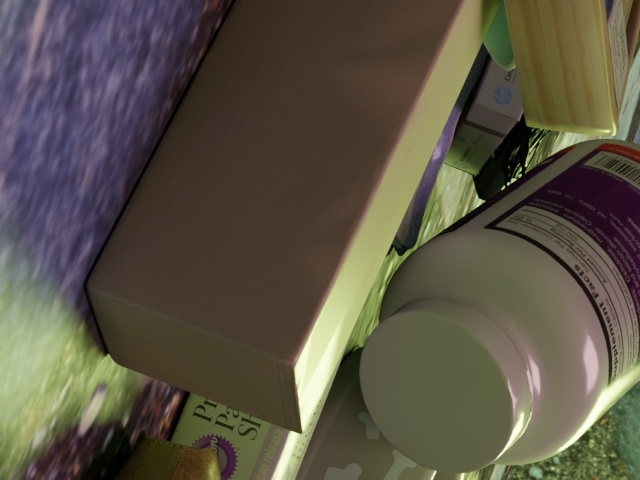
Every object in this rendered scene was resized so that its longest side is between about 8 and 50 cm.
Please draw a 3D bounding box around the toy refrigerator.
[{"bbox_3d":[-0.003,-0.053,0.904,0.094,0.102,0.269,85,27,-63],"label":"toy refrigerator"}]

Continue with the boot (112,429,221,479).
[{"bbox_3d":[-0.077,0.219,1.020,0.305,0.112,0.115,92,11,-49],"label":"boot"}]

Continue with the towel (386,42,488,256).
[{"bbox_3d":[0.067,-0.111,1.276,0.285,0.034,0.209,56,53,-75],"label":"towel"}]

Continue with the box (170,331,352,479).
[{"bbox_3d":[0.000,0.000,1.081,0.063,0.067,0.324,52,59,-75],"label":"box"}]

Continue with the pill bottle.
[{"bbox_3d":[0.165,0.051,1.432,0.323,0.181,0.181,-32,142,-50],"label":"pill bottle"}]

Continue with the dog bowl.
[{"bbox_3d":[0.023,0.262,1.507,0.349,0.102,0.349,20,90,-78],"label":"dog bowl"}]

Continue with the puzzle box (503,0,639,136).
[{"bbox_3d":[0.131,-0.268,0.889,0.409,0.052,0.272,69,33,-60],"label":"puzzle box"}]

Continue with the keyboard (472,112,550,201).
[{"bbox_3d":[0.163,-0.116,1.566,0.100,0.038,0.192,-107,-146,-42],"label":"keyboard"}]

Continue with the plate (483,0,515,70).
[{"bbox_3d":[0.092,-0.187,1.041,0.188,0.024,0.188,167,-90,-86],"label":"plate"}]

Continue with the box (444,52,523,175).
[{"bbox_3d":[0.145,-0.140,1.467,0.186,0.038,0.145,110,2,-79],"label":"box"}]
